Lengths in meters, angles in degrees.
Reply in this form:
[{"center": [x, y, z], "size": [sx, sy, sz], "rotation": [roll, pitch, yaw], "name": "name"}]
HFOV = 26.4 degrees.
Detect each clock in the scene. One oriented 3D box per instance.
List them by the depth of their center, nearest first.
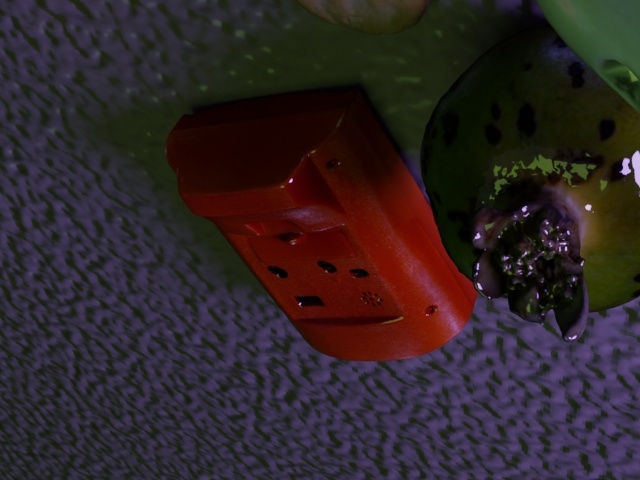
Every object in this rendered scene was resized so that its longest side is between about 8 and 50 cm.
[{"center": [0.000, 0.000, 0.706], "size": [0.113, 0.061, 0.155], "rotation": [-5, 137, 36], "name": "clock"}]

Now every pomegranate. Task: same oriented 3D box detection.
[{"center": [0.095, -0.018, 0.543], "size": [0.122, 0.161, 0.122], "rotation": [10, 125, 14], "name": "pomegranate"}]

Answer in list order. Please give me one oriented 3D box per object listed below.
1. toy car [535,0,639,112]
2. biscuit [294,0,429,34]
[{"center": [0.152, -0.132, 0.327], "size": [0.188, 0.190, 0.255], "rotation": [43, 145, 18], "name": "toy car"}, {"center": [0.015, -0.138, 0.551], "size": [0.071, 0.018, 0.147], "rotation": [16, 143, 10], "name": "biscuit"}]
